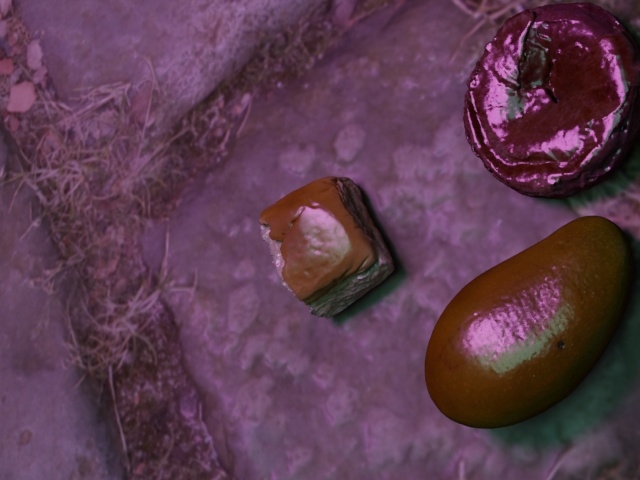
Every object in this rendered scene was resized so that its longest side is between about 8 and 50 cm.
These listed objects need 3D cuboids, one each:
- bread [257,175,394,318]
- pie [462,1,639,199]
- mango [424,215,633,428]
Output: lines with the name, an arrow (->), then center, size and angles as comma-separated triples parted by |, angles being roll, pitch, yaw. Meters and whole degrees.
bread -> 0.001, 0.001, 1.271 | 0.106, 0.082, 0.125 | -39, 62, 32
pie -> 0.211, -0.127, 1.162 | 0.182, 0.049, 0.182 | -8, 78, 38
mango -> 0.186, 0.074, 1.135 | 0.227, 0.099, 0.136 | -46, 55, 12
